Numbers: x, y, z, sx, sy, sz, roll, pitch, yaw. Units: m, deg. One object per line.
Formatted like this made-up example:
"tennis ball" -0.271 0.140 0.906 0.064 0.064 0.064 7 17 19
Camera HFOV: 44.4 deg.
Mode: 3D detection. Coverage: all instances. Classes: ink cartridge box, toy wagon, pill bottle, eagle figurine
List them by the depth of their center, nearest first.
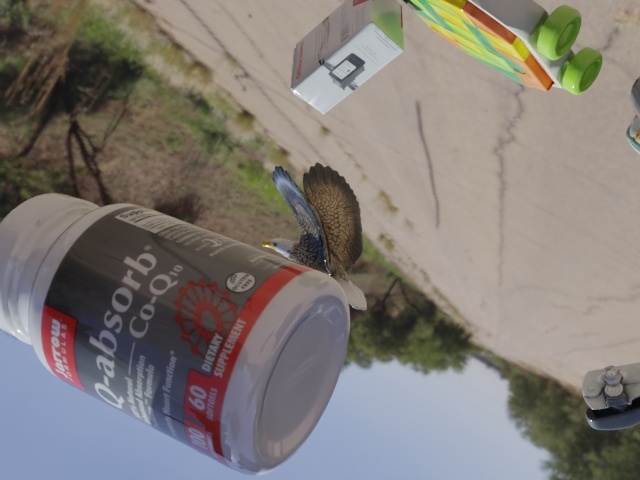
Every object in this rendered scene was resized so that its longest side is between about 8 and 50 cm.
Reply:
"pill bottle" -0.170 0.081 0.833 0.362 0.210 0.210 19 174 25
"toy wagon" 0.215 -0.264 0.973 0.267 0.068 0.344 39 -170 30
"ink cartridge box" 0.035 -0.256 1.043 0.063 0.150 0.109 34 -140 -30
"eagle figurine" -0.011 -0.002 1.604 0.225 0.299 0.226 7 -170 -20

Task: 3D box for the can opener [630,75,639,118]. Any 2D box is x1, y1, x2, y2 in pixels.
"can opener" 0.171 -0.039 0.329 0.095 0.076 0.283 19 -149 -5

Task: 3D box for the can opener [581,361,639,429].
"can opener" 0.520 0.204 1.138 0.093 0.280 0.074 57 -153 -31

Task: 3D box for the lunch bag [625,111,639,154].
"lunch bag" 0.561 -0.192 1.120 0.107 0.224 0.279 29 -158 -6
